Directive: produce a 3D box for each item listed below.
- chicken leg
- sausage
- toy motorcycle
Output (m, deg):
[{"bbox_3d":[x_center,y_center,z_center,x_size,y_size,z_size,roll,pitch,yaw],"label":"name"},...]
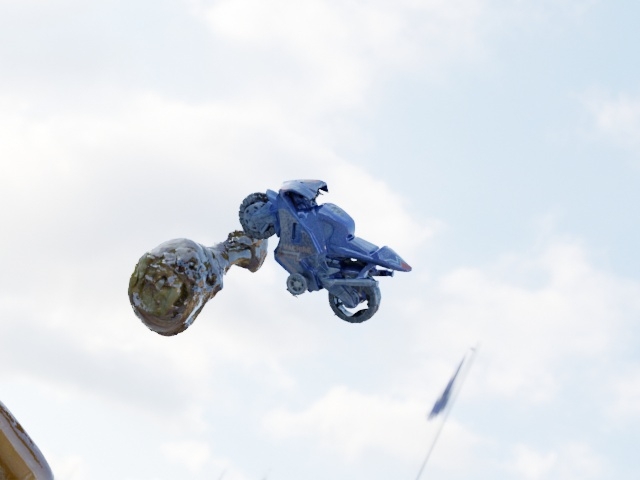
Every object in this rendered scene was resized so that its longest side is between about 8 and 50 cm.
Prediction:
[{"bbox_3d":[-0.145,0.037,1.316,0.087,0.251,0.107,30,-62,18],"label":"chicken leg"},{"bbox_3d":[-0.317,0.193,1.040,0.062,0.054,0.183,-35,-86,30],"label":"sausage"},{"bbox_3d":[0.000,0.000,1.197,0.205,0.076,0.114,41,-65,12],"label":"toy motorcycle"}]
